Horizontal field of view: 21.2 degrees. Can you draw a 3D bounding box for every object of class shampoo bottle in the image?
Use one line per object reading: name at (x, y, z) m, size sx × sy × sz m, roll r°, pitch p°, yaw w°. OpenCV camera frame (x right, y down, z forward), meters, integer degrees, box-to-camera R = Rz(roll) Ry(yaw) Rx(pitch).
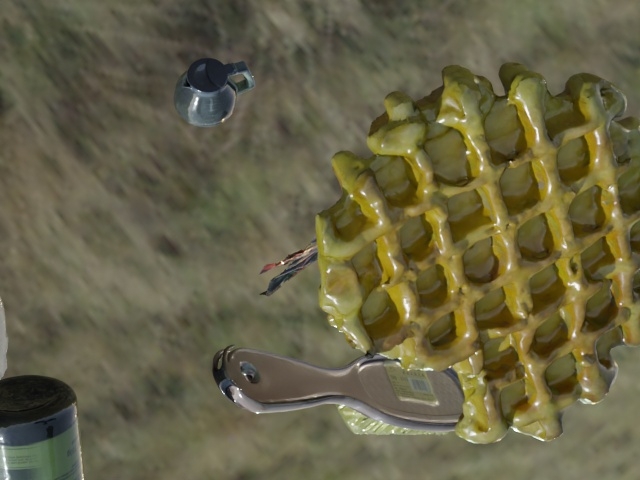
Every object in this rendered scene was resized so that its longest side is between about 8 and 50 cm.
shampoo bottle at (-0.271, 0.272, 1.630) m, size 0.101 × 0.101 × 0.284 m, roll -24°, pitch 121°, yaw -41°

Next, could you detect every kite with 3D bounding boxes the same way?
kite at (0.000, 0.000, 1.897) m, size 0.189 × 0.009 × 0.232 m, roll -27°, pitch 166°, yaw -41°

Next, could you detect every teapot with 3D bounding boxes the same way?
teapot at (-0.109, -0.161, 1.780) m, size 0.088 × 0.066 × 0.057 m, roll -18°, pitch 158°, yaw -14°

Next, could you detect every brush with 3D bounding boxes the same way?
brush at (0.018, 0.127, 1.346) m, size 0.067 × 0.072 × 0.313 m, roll -42°, pitch 149°, yaw 28°

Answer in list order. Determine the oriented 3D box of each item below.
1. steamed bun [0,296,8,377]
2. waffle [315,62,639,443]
steamed bun at (-0.443, 0.109, 2.007) m, size 0.106 × 0.183 × 0.183 m, roll -2°, pitch 169°, yaw 15°
waffle at (0.101, 0.013, 1.021) m, size 0.253 × 0.056 × 0.249 m, roll 4°, pitch 113°, yaw -29°
